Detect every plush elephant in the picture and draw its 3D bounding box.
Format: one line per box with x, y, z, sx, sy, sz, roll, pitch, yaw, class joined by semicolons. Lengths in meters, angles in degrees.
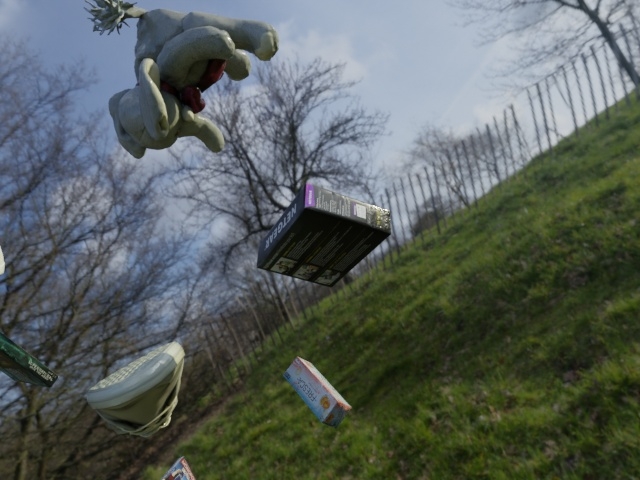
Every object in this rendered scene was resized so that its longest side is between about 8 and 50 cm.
-0.258;-0.270;0.944;0.330;0.255;0.272;5;4;-29;plush elephant

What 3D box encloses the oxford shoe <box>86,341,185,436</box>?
-0.311;0.278;0.921;0.169;0.130;0.449;-24;-9;-29;oxford shoe

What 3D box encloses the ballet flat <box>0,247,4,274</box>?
-0.938;0.041;1.205;0.139;0.139;0.400;-28;-10;24;ballet flat

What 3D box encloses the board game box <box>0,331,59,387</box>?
-0.568;0.193;0.916;0.126;0.186;0.026;-2;44;33;board game box

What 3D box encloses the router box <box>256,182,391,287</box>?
0.000;0.000;0.762;0.133;0.046;0.179;16;-36;-22;router box

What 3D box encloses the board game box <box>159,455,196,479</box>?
-0.395;0.742;1.503;0.060;0.194;0.194;-26;2;15;board game box

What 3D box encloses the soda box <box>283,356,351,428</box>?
-0.010;0.352;1.214;0.063;0.183;0.058;-53;-50;-1;soda box
